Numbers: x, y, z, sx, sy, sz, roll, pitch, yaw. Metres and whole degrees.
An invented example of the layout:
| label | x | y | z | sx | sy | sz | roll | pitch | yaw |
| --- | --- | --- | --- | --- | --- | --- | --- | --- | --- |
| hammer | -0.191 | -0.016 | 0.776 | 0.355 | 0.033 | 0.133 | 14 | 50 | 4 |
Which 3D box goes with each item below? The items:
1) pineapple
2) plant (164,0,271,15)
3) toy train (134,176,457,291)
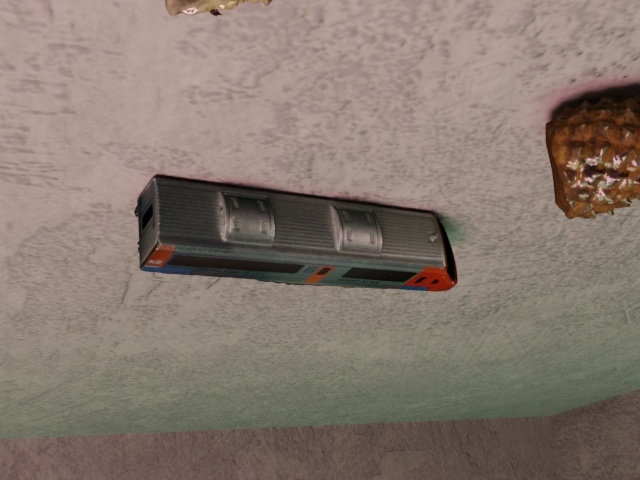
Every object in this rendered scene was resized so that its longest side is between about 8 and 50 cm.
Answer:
| label | x | y | z | sx | sy | sz | roll | pitch | yaw |
| --- | --- | --- | --- | --- | --- | --- | --- | --- | --- |
| pineapple | 0.331 | -0.098 | 0.717 | 0.237 | 0.111 | 0.119 | -16 | -173 | 9 |
| plant | -0.064 | -0.180 | 0.399 | 0.117 | 0.104 | 0.122 | 15 | 146 | -20 |
| toy train | 0.000 | 0.000 | 0.883 | 0.410 | 0.086 | 0.089 | 6 | 153 | -27 |
